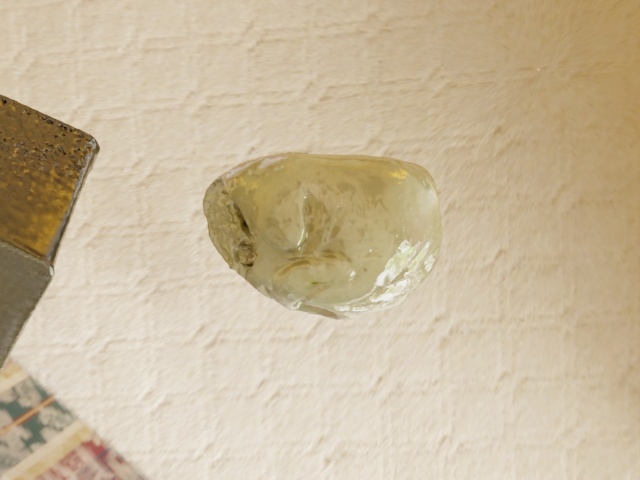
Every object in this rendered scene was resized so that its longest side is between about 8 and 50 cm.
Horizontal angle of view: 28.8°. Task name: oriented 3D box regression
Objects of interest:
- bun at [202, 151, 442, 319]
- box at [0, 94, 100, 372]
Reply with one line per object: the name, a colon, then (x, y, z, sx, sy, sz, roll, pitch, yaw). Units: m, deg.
bun: (0.000, 0.000, 1.021, 0.193, 0.178, 0.128, 4, 80, -12)
box: (-0.319, 0.004, 1.031, 0.184, 0.143, 0.273, 24, 139, -14)
